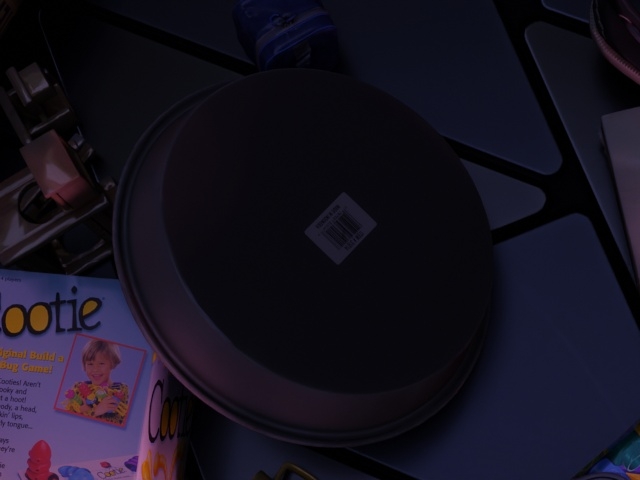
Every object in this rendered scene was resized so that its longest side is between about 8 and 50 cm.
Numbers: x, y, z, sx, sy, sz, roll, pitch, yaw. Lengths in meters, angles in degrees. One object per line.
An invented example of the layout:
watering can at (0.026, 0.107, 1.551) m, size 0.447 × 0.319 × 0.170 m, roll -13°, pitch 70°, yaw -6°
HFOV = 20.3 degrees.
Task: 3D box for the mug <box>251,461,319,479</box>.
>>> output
mug at (-0.031, 0.204, 1.300) m, size 0.064 × 0.062 × 0.078 m, roll 33°, pitch 90°, yaw 8°

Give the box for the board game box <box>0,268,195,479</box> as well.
board game box at (-0.181, 0.172, 1.289) m, size 0.144 × 0.142 × 0.275 m, roll 5°, pitch 77°, yaw 10°

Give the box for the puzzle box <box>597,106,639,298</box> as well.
puzzle box at (0.426, -0.004, 1.277) m, size 0.409 × 0.052 × 0.272 m, roll -12°, pitch 75°, yaw 7°

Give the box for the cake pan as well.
cake pan at (0.000, 0.000, 1.270) m, size 0.293 × 0.054 × 0.293 m, roll 10°, pitch 62°, yaw -20°

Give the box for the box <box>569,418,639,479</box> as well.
box at (0.216, 0.300, 1.145) m, size 0.290 × 0.177 × 0.279 m, roll -42°, pitch 73°, yaw 10°

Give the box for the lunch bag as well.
lunch bag at (-0.023, -0.155, 1.366) m, size 0.067 × 0.098 × 0.065 m, roll -30°, pitch 76°, yaw -4°

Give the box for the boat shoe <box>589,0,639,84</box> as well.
boat shoe at (0.339, -0.111, 1.232) m, size 0.340 × 0.113 × 0.127 m, roll 37°, pitch 84°, yaw 16°

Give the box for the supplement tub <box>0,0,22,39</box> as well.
supplement tub at (-0.368, -0.165, 1.360) m, size 0.228 × 0.228 × 0.316 m, roll 26°, pitch 82°, yaw 15°

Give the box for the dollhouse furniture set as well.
dollhouse furniture set at (-0.233, -0.063, 1.335) m, size 0.101 × 0.182 × 0.161 m, roll -31°, pitch 74°, yaw 1°

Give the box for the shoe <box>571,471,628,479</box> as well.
shoe at (0.114, 0.202, 1.052) m, size 0.178 × 0.081 × 0.063 m, roll -40°, pitch 74°, yaw 10°
